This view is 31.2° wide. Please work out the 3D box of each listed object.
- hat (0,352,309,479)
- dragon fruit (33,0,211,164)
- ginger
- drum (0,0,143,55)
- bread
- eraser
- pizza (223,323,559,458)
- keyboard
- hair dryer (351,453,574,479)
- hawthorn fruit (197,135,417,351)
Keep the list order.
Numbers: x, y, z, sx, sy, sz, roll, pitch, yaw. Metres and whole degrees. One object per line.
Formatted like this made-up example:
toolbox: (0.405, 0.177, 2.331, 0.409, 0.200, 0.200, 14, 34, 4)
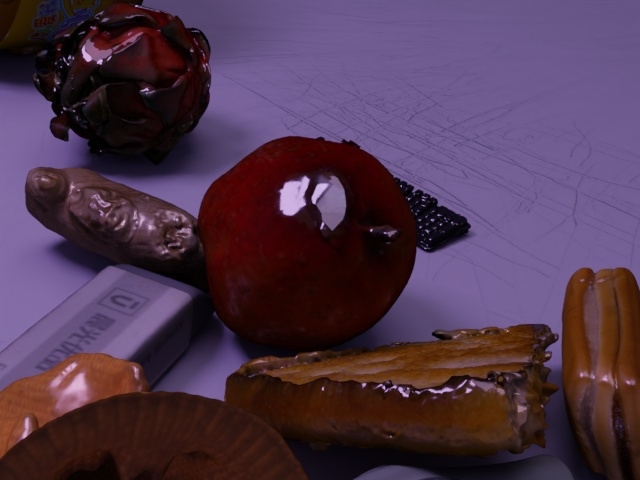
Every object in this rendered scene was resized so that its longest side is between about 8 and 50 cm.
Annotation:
hat: (-0.141, 0.153, 0.662, 0.244, 0.234, 0.233, 8, 12, -37)
dragon fruit: (-0.201, -0.169, 1.217, 0.182, 0.182, 0.189, 6, 25, -2)
ginger: (-0.160, -0.007, 1.017, 0.213, 0.074, 0.137, 26, 5, 16)
drum: (-0.392, -0.444, 1.397, 0.214, 0.431, 0.431, -19, 39, -36)
bread: (0.230, 0.108, 0.898, 0.077, 0.116, 0.200, -6, 25, 15)
eraser: (-0.189, 0.106, 0.855, 0.089, 0.061, 0.352, 17, 32, 17)
pizza: (0.057, 0.113, 0.863, 0.251, 0.074, 0.287, -2, 1, 18)
keyboard: (0.053, -0.054, 1.219, 0.072, 0.023, 0.231, -24, 42, -38)
hair dryer: (0.136, 0.227, 0.730, 0.267, 0.092, 0.229, 38, 34, 20)
hawthorn fruit: (0.000, 0.000, 0.932, 0.185, 0.185, 0.202, -14, 1, -32)
